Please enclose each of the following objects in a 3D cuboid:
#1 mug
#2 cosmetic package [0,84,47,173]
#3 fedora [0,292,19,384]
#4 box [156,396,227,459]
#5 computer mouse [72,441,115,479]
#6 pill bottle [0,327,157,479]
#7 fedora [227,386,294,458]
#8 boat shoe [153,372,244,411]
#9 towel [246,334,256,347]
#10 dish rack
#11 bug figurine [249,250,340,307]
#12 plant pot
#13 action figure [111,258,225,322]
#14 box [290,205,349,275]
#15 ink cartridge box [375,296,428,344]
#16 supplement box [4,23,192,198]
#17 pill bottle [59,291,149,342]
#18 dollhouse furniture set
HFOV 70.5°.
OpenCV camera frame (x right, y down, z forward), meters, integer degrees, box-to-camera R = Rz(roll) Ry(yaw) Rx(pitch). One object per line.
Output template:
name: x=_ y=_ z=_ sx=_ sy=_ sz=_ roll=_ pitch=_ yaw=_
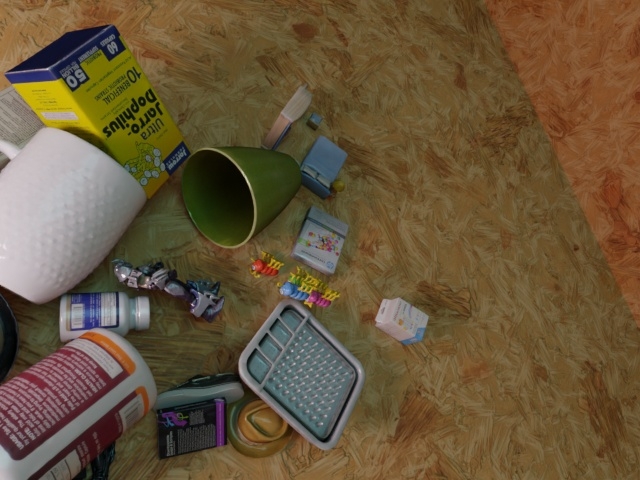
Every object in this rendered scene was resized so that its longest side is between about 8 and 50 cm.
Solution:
mug: x=-0.635 y=-0.065 z=0.992 sx=0.374 sy=0.276 sz=0.328 roll=41 pitch=62 yaw=-30
cosmetic package: x=-0.758 y=-0.257 z=1.110 sx=0.153 sy=0.129 sz=0.296 roll=44 pitch=57 yaw=-6
fedora: x=-0.764 y=0.192 z=0.837 sx=0.334 sy=0.152 sz=0.334 roll=-1 pitch=99 yaw=-6
box: x=-0.305 y=0.446 z=1.080 sx=0.162 sy=0.029 sz=0.116 roll=-2 pitch=99 yaw=-25
computer mouse: x=-0.573 y=0.490 z=0.933 sx=0.272 sy=0.072 sz=0.188 roll=7 pitch=68 yaw=-24
pill bottle: x=-0.534 y=0.361 z=0.857 sx=0.224 sy=0.224 sz=0.392 roll=51 pitch=41 yaw=0
fedora: x=-0.146 y=0.461 z=1.158 sx=0.194 sy=0.079 sz=0.194 roll=10 pitch=66 yaw=-23
boat shoe: x=-0.303 y=0.375 z=1.124 sx=0.219 sy=0.077 sz=0.070 roll=0 pitch=34 yaw=-26
towel: x=-0.052 y=0.332 z=1.288 sx=0.285 sy=0.034 sz=0.209 roll=48 pitch=55 yaw=-4
dish rack: x=-0.050 y=0.348 z=1.195 sx=0.333 sy=0.072 sz=0.285 roll=45 pitch=42 yaw=-7
bug figurine: x=-0.074 y=0.120 z=1.268 sx=0.216 sy=0.279 sz=0.072 roll=23 pitch=93 yaw=-34
plant pot: x=-0.191 y=-0.154 z=1.302 sx=0.293 sy=0.275 sz=0.274 roll=-30 pitch=85 yaw=-49
action figure: x=-0.385 y=0.107 z=1.138 sx=0.285 sy=0.185 sz=0.099 roll=28 pitch=87 yaw=-31
box: x=0.000 y=0.000 z=1.446 sx=0.145 sy=0.038 sz=0.186 roll=28 pitch=61 yaw=-14
ink cartridge box: x=0.252 y=0.252 z=1.439 sx=0.143 sy=0.090 sz=0.092 roll=32 pitch=59 yaw=-13
supplement box: x=-0.517 y=-0.300 z=1.105 sx=0.194 sy=0.195 sz=0.356 roll=-59 pitch=143 yaw=-31
pill bottle: x=-0.507 y=0.177 z=1.071 sx=0.187 sy=0.112 sz=0.112 roll=1 pitch=70 yaw=-27
dollhouse furniture set: x=0.011 y=-0.343 z=1.496 sx=0.303 sy=0.198 sz=0.286 roll=35 pitch=59 yaw=-11
